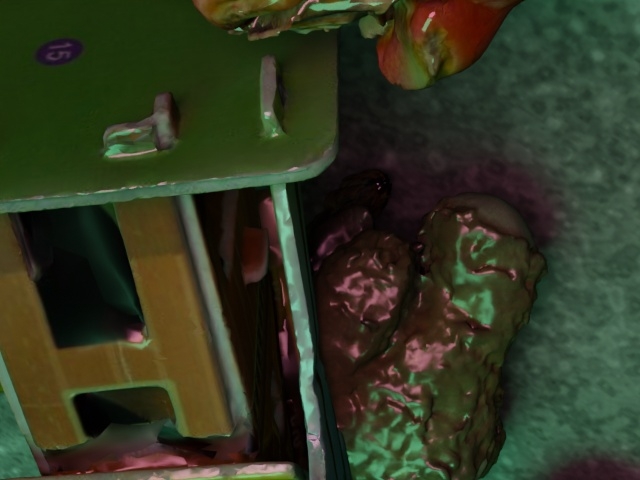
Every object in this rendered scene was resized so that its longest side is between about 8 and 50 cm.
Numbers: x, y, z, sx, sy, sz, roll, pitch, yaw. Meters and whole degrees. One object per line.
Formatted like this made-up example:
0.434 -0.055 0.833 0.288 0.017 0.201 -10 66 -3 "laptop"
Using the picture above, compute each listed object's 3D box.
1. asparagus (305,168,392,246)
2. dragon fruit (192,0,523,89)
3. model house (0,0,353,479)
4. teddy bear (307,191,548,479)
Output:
0.000 0.000 1.039 0.036 0.030 0.165 39 137 -3 "asparagus"
0.035 -0.205 0.645 0.305 0.305 0.226 28 139 9 "dragon fruit"
-0.118 0.075 0.758 0.300 0.340 0.324 -7 130 6 "model house"
-0.011 0.079 0.992 0.256 0.156 0.267 14 141 9 "teddy bear"
